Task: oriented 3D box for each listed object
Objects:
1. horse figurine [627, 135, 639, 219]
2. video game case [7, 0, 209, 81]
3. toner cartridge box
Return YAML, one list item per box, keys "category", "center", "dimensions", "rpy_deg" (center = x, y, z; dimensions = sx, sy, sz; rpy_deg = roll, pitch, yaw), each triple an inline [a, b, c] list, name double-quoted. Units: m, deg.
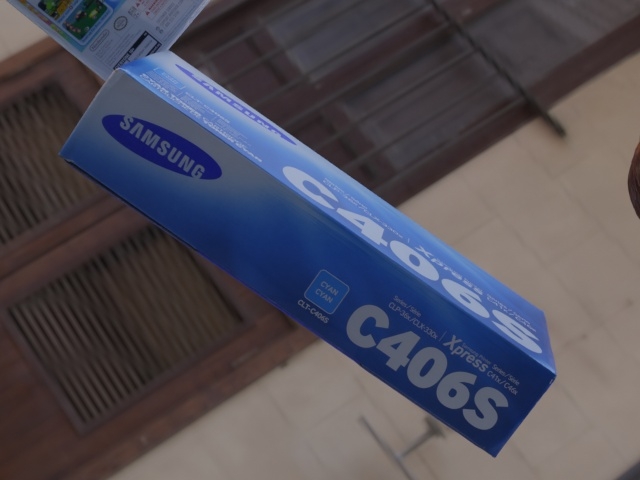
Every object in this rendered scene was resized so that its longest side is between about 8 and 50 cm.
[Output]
- category: "horse figurine"
  center: [0.334, -0.108, 1.133]
  dimensions: [0.174, 0.263, 0.066]
  rpy_deg: [36, 5, -21]
- category: "video game case"
  center: [-0.155, -0.215, 1.079]
  dimensions: [0.143, 0.157, 0.019]
  rpy_deg: [39, 4, -26]
- category: "toner cartridge box"
  center: [0.000, 0.000, 0.964]
  dimensions: [0.348, 0.075, 0.165]
  rpy_deg: [35, 12, -3]
